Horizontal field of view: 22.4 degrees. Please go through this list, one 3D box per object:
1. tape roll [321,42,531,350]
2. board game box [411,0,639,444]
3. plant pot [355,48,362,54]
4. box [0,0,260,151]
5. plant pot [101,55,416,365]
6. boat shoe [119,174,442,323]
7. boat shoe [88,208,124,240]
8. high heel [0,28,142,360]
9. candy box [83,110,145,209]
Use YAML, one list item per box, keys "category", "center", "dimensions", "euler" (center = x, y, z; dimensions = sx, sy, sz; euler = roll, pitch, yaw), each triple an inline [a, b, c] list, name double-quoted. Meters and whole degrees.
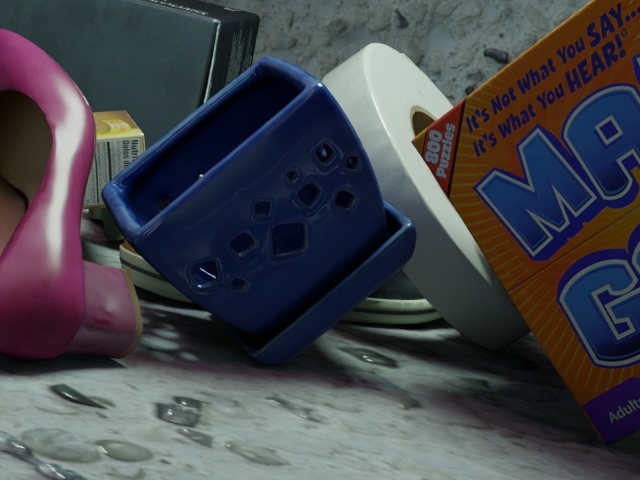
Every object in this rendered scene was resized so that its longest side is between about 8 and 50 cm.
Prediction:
- category: "tape roll"
  center: [0.138, -0.055, 1.885]
  dimensions: [0.392, 0.072, 0.392]
  euler: [48, 21, -24]
- category: "board game box"
  center: [0.388, -0.076, 1.589]
  dimensions: [0.356, 0.356, 0.356]
  euler: [-24, 80, -54]
- category: "plant pot"
  center: [0.119, -0.090, 2.350]
  dimensions: [0.293, 0.275, 0.275]
  euler: [28, 8, -4]
- category: "box"
  center: [-0.379, -0.271, 2.564]
  dimensions: [0.479, 0.297, 0.472]
  euler: [13, 11, 2]
- category: "plant pot"
  center: [-0.053, -0.022, 1.591]
  dimensions: [0.212, 0.236, 0.236]
  euler: [51, -4, -21]
- category: "boat shoe"
  center: [0.000, 0.000, 1.867]
  dimensions: [0.500, 0.156, 0.187]
  euler: [8, 9, -38]
- category: "boat shoe"
  center: [-0.239, -0.046, 2.025]
  dimensions: [0.068, 0.081, 0.228]
  euler: [6, 8, -19]
- category: "high heel"
  center: [-0.286, -0.061, 1.436]
  dimensions: [0.181, 0.127, 0.377]
  euler: [14, 39, -50]
- category: "candy box"
  center: [-0.364, -0.085, 1.835]
  dimensions: [0.316, 0.088, 0.183]
  euler: [-6, 15, -12]
